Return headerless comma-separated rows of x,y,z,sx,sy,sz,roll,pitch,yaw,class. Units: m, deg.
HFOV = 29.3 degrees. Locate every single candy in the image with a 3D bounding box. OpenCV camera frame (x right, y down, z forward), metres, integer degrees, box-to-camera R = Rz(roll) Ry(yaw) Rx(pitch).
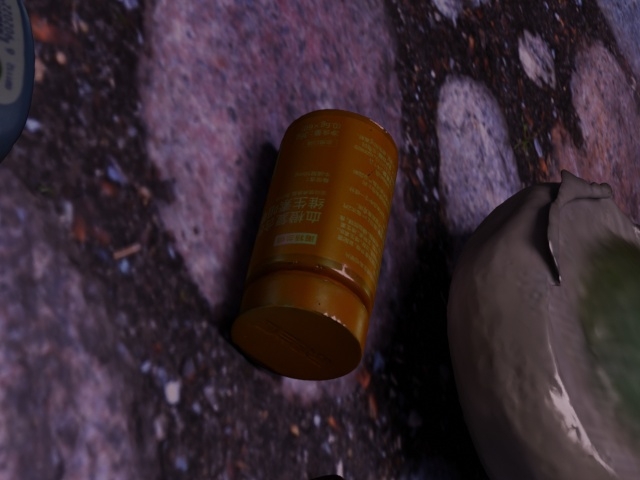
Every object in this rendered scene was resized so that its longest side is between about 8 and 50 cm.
0.237,0.127,1.120,0.427,0.186,0.386,18,54,-59,candy

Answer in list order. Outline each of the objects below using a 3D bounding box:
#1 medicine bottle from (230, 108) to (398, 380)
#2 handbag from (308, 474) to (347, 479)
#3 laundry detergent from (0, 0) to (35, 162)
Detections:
0.000,0.000,0.909,0.096,0.096,0.192,47,42,-36,medicine bottle
-0.033,0.253,0.699,0.135,0.146,0.225,59,35,-17,handbag
-0.270,-0.128,0.562,0.289,0.094,0.143,29,42,-44,laundry detergent
